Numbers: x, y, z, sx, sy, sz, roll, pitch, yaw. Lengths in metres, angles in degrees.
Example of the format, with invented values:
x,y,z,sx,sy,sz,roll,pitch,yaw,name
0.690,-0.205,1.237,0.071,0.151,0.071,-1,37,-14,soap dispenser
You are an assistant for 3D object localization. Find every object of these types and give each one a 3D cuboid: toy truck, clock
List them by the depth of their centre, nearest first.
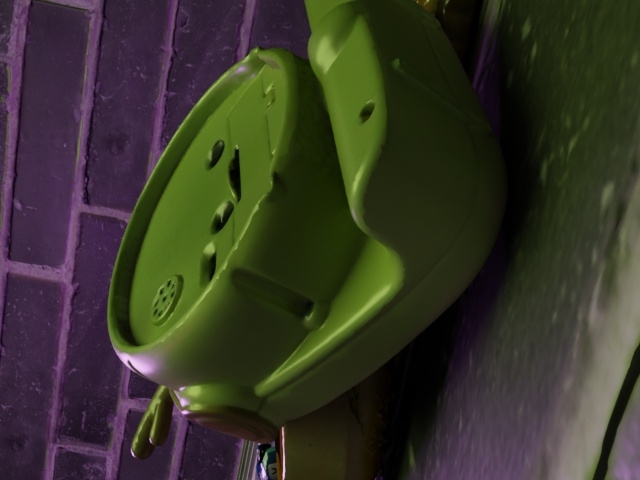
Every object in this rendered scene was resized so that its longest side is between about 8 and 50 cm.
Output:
x,y,z,sx,sy,sz,roll,pitch,yaw,name
-0.041,-0.002,0.454,0.308,0.096,0.235,-47,33,28,clock
-0.046,0.291,0.921,0.073,0.056,0.090,99,164,-46,toy truck

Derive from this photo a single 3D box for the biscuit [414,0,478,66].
x,y,z,sx,sy,sz,roll,pitch,yaw,name
0.079,-0.165,0.539,0.172,0.029,0.254,-121,42,-83,biscuit

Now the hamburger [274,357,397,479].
x,y,z,sx,sy,sz,roll,pitch,yaw,name
0.009,0.102,0.505,0.126,0.082,0.141,119,148,-80,hamburger
